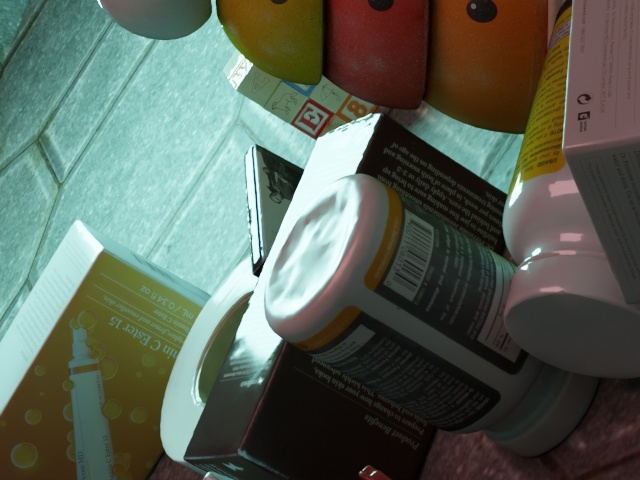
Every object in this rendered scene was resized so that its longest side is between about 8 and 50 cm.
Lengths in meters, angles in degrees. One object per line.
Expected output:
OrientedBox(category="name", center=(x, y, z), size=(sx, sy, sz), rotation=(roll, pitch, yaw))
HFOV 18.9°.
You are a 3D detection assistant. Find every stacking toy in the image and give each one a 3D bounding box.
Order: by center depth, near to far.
OrientedBox(category="stacking toy", center=(0.015, -0.254, 1.929), size=(0.350, 0.479, 0.351), rotation=(176, 90, -87))

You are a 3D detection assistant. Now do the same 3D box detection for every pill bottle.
OrientedBox(category="pill bottle", center=(0.262, -0.060, 1.644), size=(0.188, 0.188, 0.334), rotation=(-26, 39, 53))
OrientedBox(category="pill bottle", center=(0.102, 0.072, 1.692), size=(0.162, 0.278, 0.162), rotation=(-45, 27, 30))

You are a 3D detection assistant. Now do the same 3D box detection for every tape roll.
OrientedBox(category="tape roll", center=(-0.061, 0.142, 2.174), size=(0.286, 0.100, 0.286), rotation=(-46, 26, 29))

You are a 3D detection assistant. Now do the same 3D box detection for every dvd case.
OrientedBox(category="dvd case", center=(0.000, 0.000, 2.119), size=(0.029, 0.179, 0.239), rotation=(-52, 23, 26))

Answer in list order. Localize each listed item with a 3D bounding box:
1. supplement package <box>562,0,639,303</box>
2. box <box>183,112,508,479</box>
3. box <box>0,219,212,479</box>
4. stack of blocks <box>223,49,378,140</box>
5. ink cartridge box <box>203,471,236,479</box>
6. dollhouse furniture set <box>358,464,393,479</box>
OrientedBox(category="supplement package", center=(0.341, -0.091, 1.383), size=(0.293, 0.177, 0.175), rotation=(-9, 46, 21))
OrientedBox(category="box", center=(0.035, 0.088, 1.930), size=(0.143, 0.191, 0.381), rotation=(-17, 46, 58))
OrientedBox(category="box", center=(-0.297, 0.184, 2.456), size=(0.345, 0.215, 0.168), rotation=(-58, 23, 3))
OrientedBox(category="stack of blocks", center=(0.035, -0.277, 2.401), size=(0.297, 0.171, 0.087), rotation=(-54, 23, 11))
OrientedBox(category="ink cartridge box", center=(-0.081, 0.387, 1.723), size=(0.129, 0.223, 0.307), rotation=(31, 90, 34))
OrientedBox(category="dollhouse furniture set", center=(0.111, 0.366, 1.508), size=(0.201, 0.152, 0.374), rotation=(-46, 45, -10))
